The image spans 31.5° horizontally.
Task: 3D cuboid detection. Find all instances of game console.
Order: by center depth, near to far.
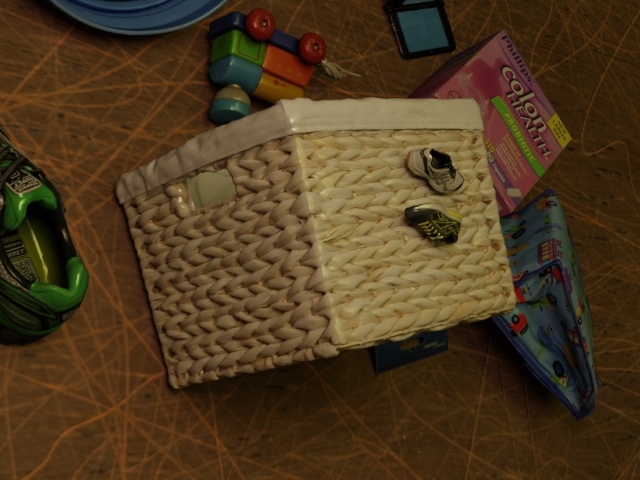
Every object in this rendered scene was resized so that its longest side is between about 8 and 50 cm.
[{"bbox_3d":[0.178,-0.367,1.794,0.144,0.124,0.085,-19,60,-45],"label":"game console"}]

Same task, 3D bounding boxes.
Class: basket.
[{"bbox_3d":[0.000,0.000,1.320,0.331,0.328,0.266,-9,84,-45],"label":"basket"}]

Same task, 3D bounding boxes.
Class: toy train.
[{"bbox_3d":[-0.041,-0.200,1.520,0.248,0.105,0.143,19,72,-37],"label":"toy train"}]

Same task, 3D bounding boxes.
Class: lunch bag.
[{"bbox_3d":[0.360,0.110,1.716,0.293,0.138,0.221,57,23,-22],"label":"lunch bag"}]

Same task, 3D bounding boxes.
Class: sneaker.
[{"bbox_3d":[-0.335,-0.068,1.159,0.134,0.146,0.343,-34,97,-44],"label":"sneaker"},{"bbox_3d":[0.121,-0.017,1.191,0.083,0.031,0.035,12,72,-41],"label":"sneaker"},{"bbox_3d":[0.131,-0.075,1.211,0.083,0.037,0.032,23,63,-40],"label":"sneaker"}]

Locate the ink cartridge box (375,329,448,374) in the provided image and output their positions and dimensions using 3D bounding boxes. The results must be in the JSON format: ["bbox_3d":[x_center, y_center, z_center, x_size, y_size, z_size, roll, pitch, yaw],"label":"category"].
[{"bbox_3d":[0.131,0.008,1.559,0.165,0.065,0.333,-14,99,-45],"label":"ink cartridge box"}]

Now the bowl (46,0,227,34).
[{"bbox_3d":[-0.215,-0.440,1.330,0.391,0.077,0.391,-19,122,-34],"label":"bowl"}]

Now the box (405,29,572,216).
[{"bbox_3d":[0.248,-0.170,1.754,0.213,0.117,0.243,56,46,-11],"label":"box"}]
